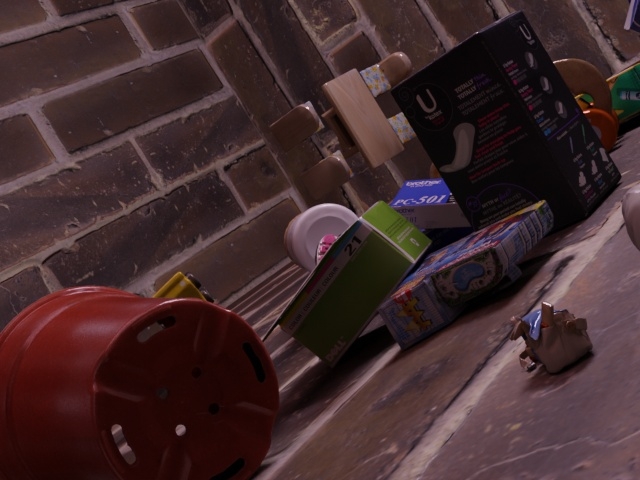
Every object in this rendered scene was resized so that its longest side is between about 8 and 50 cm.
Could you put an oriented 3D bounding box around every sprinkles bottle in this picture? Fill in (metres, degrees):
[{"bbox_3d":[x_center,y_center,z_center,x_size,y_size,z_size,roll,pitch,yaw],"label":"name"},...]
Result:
[{"bbox_3d":[0.000,0.000,1.755,0.121,0.121,0.355,-32,3,-4],"label":"sprinkles bottle"}]

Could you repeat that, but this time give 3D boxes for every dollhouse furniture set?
[{"bbox_3d":[0.165,-0.214,2.204,0.362,0.394,0.256,-34,4,-40],"label":"dollhouse furniture set"}]

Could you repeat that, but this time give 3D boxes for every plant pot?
[{"bbox_3d":[-0.193,0.172,1.043,0.272,0.272,0.265,-34,12,-33],"label":"plant pot"}]

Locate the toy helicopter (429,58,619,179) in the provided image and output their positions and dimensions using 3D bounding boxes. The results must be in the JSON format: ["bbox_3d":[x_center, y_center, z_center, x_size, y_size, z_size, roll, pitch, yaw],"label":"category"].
[{"bbox_3d":[0.341,-0.202,1.741,0.355,0.235,0.140,-31,3,23],"label":"toy helicopter"}]

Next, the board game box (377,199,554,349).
[{"bbox_3d":[0.163,0.046,1.142,0.194,0.060,0.194,-29,5,43],"label":"board game box"}]

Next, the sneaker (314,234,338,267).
[{"bbox_3d":[0.015,0.075,1.477,0.063,0.170,0.075,5,-30,-25],"label":"sneaker"}]

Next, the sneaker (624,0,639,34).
[{"bbox_3d":[0.563,-0.298,1.226,0.315,0.128,0.182,7,14,-3],"label":"sneaker"}]

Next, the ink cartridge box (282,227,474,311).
[{"bbox_3d":[0.120,0.041,1.659,0.303,0.072,0.307,-32,5,-30],"label":"ink cartridge box"}]

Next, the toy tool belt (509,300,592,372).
[{"bbox_3d":[0.171,0.068,0.753,0.052,0.051,0.083,-32,3,-11],"label":"toy tool belt"}]

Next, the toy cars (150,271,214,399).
[{"bbox_3d":[-0.266,0.209,1.780,0.176,0.087,0.394,-24,-31,-47],"label":"toy cars"}]

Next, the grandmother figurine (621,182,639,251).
[{"bbox_3d":[0.369,-0.078,0.735,0.342,0.104,0.208,-30,-6,-14],"label":"grandmother figurine"}]

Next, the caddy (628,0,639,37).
[{"bbox_3d":[0.587,-0.383,1.452,0.241,0.179,0.341,-30,-40,10],"label":"caddy"}]

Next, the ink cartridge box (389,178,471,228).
[{"bbox_3d":[0.220,-0.061,1.528,0.207,0.046,0.097,-3,27,24],"label":"ink cartridge box"}]

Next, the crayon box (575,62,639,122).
[{"bbox_3d":[0.539,-0.253,1.851,0.165,0.081,0.278,-24,-3,-40],"label":"crayon box"}]

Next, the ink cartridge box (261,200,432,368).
[{"bbox_3d":[0.030,0.070,1.230,0.189,0.097,0.255,-53,-4,20],"label":"ink cartridge box"}]

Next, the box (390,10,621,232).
[{"bbox_3d":[0.249,-0.141,1.311,0.165,0.270,0.143,-29,5,42],"label":"box"}]
